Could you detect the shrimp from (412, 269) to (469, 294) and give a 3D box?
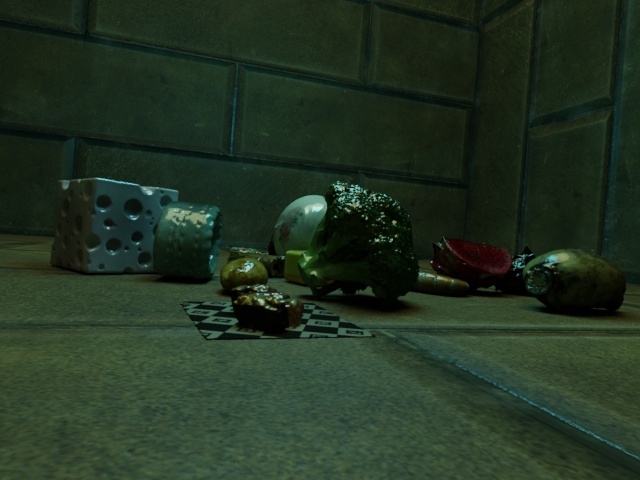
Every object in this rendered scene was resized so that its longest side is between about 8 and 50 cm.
[{"bbox_3d":[0.294,0.115,1.317,0.287,0.063,0.152,9,1,35],"label":"shrimp"}]

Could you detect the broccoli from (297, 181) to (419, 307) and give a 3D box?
[{"bbox_3d":[0.087,0.023,0.993,0.275,0.308,0.308,-31,6,-8],"label":"broccoli"}]

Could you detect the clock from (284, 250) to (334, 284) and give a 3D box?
[{"bbox_3d":[0.008,0.078,1.293,0.202,0.096,0.143,3,4,-34],"label":"clock"}]

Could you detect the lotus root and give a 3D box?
[{"bbox_3d":[0.637,0.105,1.112,0.309,0.173,0.173,12,-3,-27],"label":"lotus root"}]

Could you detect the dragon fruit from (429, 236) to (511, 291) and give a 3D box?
[{"bbox_3d":[0.452,0.082,1.358,0.261,0.163,0.189,12,11,-19],"label":"dragon fruit"}]

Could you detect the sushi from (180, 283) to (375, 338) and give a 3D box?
[{"bbox_3d":[-0.082,0.100,0.729,0.263,0.050,0.290,4,0,-22],"label":"sushi"}]

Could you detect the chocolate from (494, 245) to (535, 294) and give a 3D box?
[{"bbox_3d":[0.610,0.112,1.420,0.133,0.156,0.156,-13,-2,9],"label":"chocolate"}]

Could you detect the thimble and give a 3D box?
[{"bbox_3d":[-0.340,0.008,1.164,0.143,0.199,0.235,6,39,-3],"label":"thimble"}]

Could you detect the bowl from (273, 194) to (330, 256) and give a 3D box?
[{"bbox_3d":[0.000,0.000,1.445,0.276,0.277,0.145,4,13,-32],"label":"bowl"}]

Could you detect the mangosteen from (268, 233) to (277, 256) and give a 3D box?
[{"bbox_3d":[-0.113,0.040,1.655,0.166,0.166,0.180,4,31,-14],"label":"mangosteen"}]

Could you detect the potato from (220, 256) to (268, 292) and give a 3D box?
[{"bbox_3d":[-0.168,0.077,0.997,0.107,0.080,0.170,16,-1,0],"label":"potato"}]

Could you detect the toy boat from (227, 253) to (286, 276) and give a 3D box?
[{"bbox_3d":[-0.198,0.075,1.405,0.225,0.068,0.088,4,4,24],"label":"toy boat"}]

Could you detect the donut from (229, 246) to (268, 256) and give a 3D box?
[{"bbox_3d":[-0.233,0.066,1.546,0.108,0.065,0.166,6,-10,17],"label":"donut"}]

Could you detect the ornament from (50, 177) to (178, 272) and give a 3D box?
[{"bbox_3d":[-0.572,-0.036,1.251,0.239,0.240,0.239,4,-1,39],"label":"ornament"}]
